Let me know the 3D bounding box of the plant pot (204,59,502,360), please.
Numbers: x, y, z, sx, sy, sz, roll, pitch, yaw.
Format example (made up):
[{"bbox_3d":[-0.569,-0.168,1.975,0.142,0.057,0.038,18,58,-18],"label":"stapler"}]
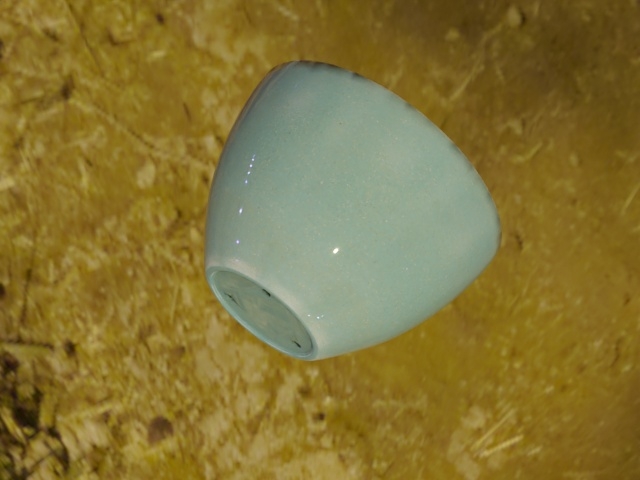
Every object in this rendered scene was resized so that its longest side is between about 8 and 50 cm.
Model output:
[{"bbox_3d":[0.000,0.000,1.268,0.290,0.290,0.195,34,67,11],"label":"plant pot"}]
